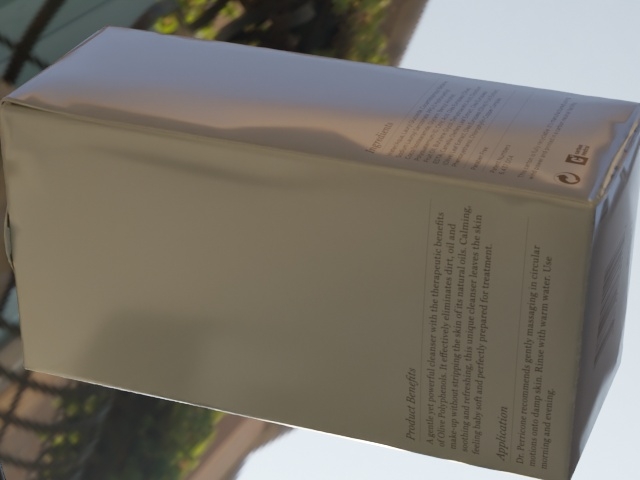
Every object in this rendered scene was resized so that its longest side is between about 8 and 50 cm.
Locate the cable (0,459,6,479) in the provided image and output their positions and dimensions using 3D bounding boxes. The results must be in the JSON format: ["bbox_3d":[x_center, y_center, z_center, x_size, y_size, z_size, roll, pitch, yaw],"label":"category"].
[{"bbox_3d":[-0.095,0.073,0.431,0.072,0.139,0.287,-21,-115,60],"label":"cable"}]

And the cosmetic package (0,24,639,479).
[{"bbox_3d":[0.000,0.000,1.037,0.365,0.155,0.197,12,-59,18],"label":"cosmetic package"}]
